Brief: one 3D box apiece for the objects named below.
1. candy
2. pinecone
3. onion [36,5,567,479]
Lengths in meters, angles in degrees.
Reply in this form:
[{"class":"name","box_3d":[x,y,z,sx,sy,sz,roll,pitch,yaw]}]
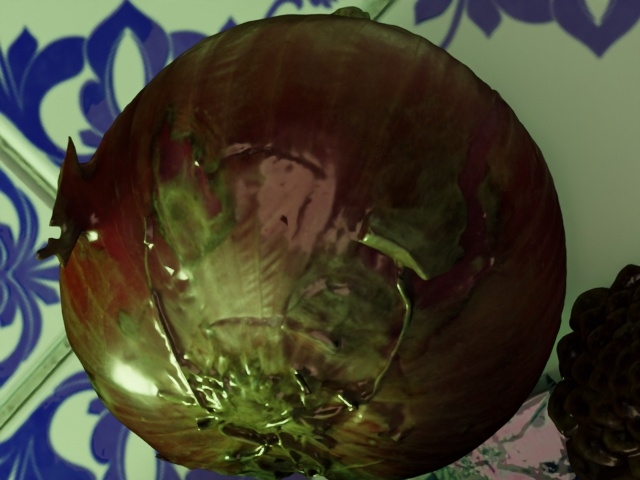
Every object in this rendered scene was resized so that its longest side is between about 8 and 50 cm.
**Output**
[{"class":"candy","box_3d":[0.113,0.168,1.425,0.160,0.073,0.092,-24,93,9]},{"class":"pinecone","box_3d":[0.261,0.107,1.342,0.207,0.208,0.208,0,91,9]},{"class":"onion","box_3d":[-0.013,0.012,1.327,0.353,0.353,0.354,0,91,9]}]
